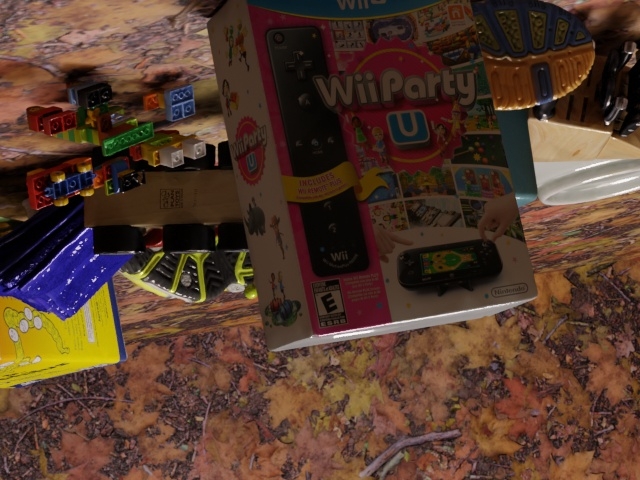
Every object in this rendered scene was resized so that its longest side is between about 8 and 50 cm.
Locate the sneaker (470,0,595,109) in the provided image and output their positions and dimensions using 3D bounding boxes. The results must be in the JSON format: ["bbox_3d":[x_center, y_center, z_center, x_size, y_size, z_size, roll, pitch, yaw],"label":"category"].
[{"bbox_3d":[0.119,-0.177,1.456,0.297,0.111,0.131,-9,-172,-6],"label":"sneaker"}]

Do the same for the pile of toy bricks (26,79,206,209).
[{"bbox_3d":[-0.223,-0.109,1.435,0.105,0.118,0.212,17,-151,39],"label":"pile of toy bricks"}]

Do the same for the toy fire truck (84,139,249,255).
[{"bbox_3d":[-0.127,-0.059,1.643,0.217,0.158,0.246,-2,176,13],"label":"toy fire truck"}]

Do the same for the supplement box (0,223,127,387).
[{"bbox_3d":[-0.452,0.098,2.060,0.194,0.195,0.356,-15,170,18],"label":"supplement box"}]

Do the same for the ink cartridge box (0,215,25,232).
[{"bbox_3d":[-0.456,-0.027,1.695,0.209,0.062,0.109,-14,171,11],"label":"ink cartridge box"}]

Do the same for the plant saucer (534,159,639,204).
[{"bbox_3d":[0.407,-0.124,2.086,0.401,0.100,0.400,-11,171,-2],"label":"plant saucer"}]

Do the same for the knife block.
[{"bbox_3d":[0.268,-0.164,1.650,0.242,0.088,0.276,19,169,-40],"label":"knife block"}]

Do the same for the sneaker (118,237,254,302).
[{"bbox_3d":[-0.201,0.029,2.134,0.147,0.145,0.385,-8,169,31],"label":"sneaker"}]

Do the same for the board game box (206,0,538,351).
[{"bbox_3d":[0.043,-0.072,1.278,0.224,0.303,0.097,-8,170,-25],"label":"board game box"}]

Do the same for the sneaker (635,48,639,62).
[{"bbox_3d":[0.536,-0.164,1.755,0.366,0.150,0.135,5,161,-30],"label":"sneaker"}]

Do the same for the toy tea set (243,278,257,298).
[{"bbox_3d":[0.020,-0.055,2.004,0.336,0.124,0.200,-33,-160,16],"label":"toy tea set"}]

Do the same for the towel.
[{"bbox_3d":[-0.293,0.006,1.803,0.228,0.076,0.308,-40,173,-4],"label":"towel"}]

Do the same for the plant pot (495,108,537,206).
[{"bbox_3d":[0.090,-0.106,1.628,0.234,0.165,0.165,-1,167,-25],"label":"plant pot"}]

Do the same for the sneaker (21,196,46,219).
[{"bbox_3d":[-0.326,-0.038,1.861,0.109,0.043,0.040,-9,169,-29],"label":"sneaker"}]
